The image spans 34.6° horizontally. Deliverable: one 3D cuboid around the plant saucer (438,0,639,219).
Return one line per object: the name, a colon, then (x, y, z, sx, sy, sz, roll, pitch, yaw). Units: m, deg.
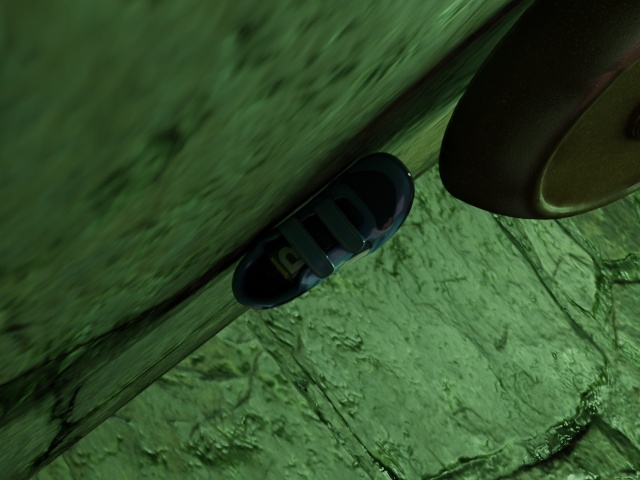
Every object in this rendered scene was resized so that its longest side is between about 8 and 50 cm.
plant saucer: (0.215, -0.106, 0.627, 0.311, 0.050, 0.310, -27, 158, -12)

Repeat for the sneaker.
sneaker: (0.000, 0.000, 0.652, 0.144, 0.053, 0.059, -40, 175, 25)
